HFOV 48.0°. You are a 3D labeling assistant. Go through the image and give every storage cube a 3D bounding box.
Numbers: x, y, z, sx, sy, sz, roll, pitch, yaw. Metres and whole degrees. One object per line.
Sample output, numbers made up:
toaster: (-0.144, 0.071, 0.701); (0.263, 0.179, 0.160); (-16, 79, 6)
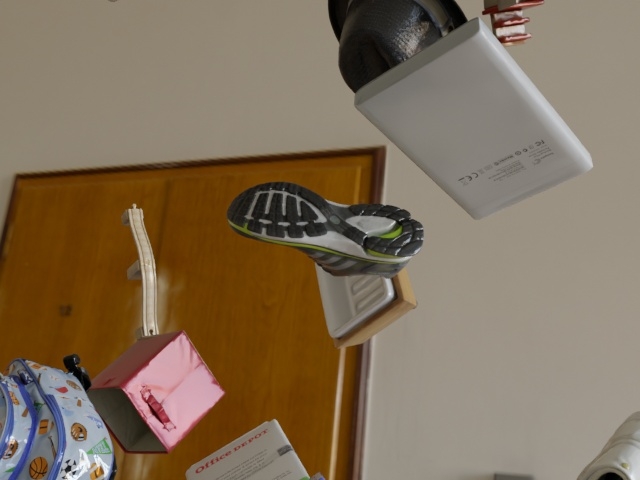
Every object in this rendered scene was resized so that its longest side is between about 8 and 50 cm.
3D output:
storage cube: (-0.365, 0.330, 1.568); (0.215, 0.193, 0.183); (-16, -69, 46)

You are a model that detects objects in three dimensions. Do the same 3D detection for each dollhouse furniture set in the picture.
dollhouse furniture set: (0.386, -0.409, 1.164); (0.262, 0.135, 0.259); (-15, 8, -26)

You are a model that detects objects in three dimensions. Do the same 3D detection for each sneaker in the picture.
sneaker: (0.000, 0.000, 1.102); (0.300, 0.111, 0.121); (15, -37, 5)
sneaker: (0.411, 0.397, 1.067); (0.108, 0.292, 0.169); (31, 40, 32)

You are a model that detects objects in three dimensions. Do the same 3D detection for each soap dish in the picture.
soap dish: (0.107, 0.095, 1.753); (0.118, 0.290, 0.229); (25, -52, -35)

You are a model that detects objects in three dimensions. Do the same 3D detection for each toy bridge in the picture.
toy bridge: (-0.246, 0.039, 0.988); (0.026, 0.188, 0.063); (-3, -14, -30)

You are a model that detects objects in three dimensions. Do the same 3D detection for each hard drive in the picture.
hard drive: (0.256, -0.180, 1.183); (0.233, 0.047, 0.353); (-26, -47, 34)

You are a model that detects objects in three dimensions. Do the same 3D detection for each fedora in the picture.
fedora: (0.129, -0.353, 1.372); (0.334, 0.152, 0.334); (23, -25, 11)

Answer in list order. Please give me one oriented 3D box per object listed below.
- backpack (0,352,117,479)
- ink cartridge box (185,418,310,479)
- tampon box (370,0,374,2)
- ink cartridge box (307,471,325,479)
backpack: (-0.435, 0.323, 1.056); (0.263, 0.276, 0.213); (27, 0, 39)
ink cartridge box: (-0.108, 0.463, 1.261); (0.198, 0.114, 0.273); (-28, 21, -10)
tampon box: (0.046, -0.393, 0.849); (0.161, 0.120, 0.101); (35, -22, -13)
ink cartridge box: (-0.056, 0.399, 0.914); (0.207, 0.097, 0.046); (-35, -4, -10)
